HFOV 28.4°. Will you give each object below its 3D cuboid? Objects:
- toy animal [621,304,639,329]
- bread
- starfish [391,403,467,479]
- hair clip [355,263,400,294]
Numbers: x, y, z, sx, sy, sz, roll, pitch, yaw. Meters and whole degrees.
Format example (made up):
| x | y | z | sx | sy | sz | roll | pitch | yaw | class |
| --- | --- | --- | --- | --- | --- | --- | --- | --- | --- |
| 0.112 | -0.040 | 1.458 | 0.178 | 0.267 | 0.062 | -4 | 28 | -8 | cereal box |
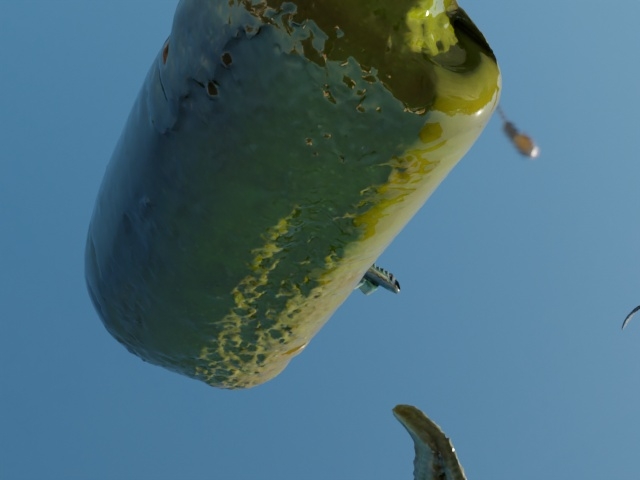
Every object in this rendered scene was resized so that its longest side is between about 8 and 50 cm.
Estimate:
| x | y | z | sx | sy | sz | roll | pitch | yaw | class |
| --- | --- | --- | --- | --- | --- | --- | --- | --- | --- |
| 0.290 | 0.058 | 1.035 | 0.084 | 0.028 | 0.050 | -22 | -170 | 1 | toy animal |
| -0.044 | -0.027 | 0.701 | 0.166 | 0.383 | 0.112 | 43 | -124 | 4 | bread |
| 0.118 | 0.277 | 0.762 | 0.358 | 0.347 | 0.078 | 35 | -167 | -9 | starfish |
| -0.001 | 0.000 | 1.063 | 0.173 | 0.049 | 0.049 | 38 | -147 | -31 | hair clip |
